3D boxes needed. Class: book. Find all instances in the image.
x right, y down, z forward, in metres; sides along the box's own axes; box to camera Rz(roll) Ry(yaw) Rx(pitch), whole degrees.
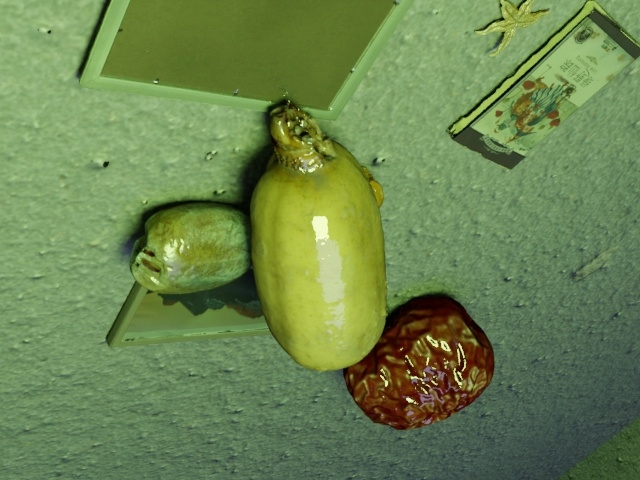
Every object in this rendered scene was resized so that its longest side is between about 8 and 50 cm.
[{"bbox_3d":[0.287,-0.185,1.068,0.231,0.026,0.158,-43,145,25],"label":"book"}]

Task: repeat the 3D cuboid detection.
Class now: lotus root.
[{"bbox_3d":[0.000,0.000,0.963,0.152,0.169,0.342,2,124,11],"label":"lotus root"},{"bbox_3d":[-0.132,0.008,0.999,0.192,0.088,0.113,-5,137,-42],"label":"lotus root"}]

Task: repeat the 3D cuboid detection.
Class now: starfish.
[{"bbox_3d":[0.217,-0.243,0.941,0.086,0.016,0.092,-2,136,-31],"label":"starfish"}]

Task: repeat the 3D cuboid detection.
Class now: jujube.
[{"bbox_3d":[0.166,0.209,1.413,0.232,0.213,0.213,-37,147,16],"label":"jujube"}]

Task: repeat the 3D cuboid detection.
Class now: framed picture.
[{"bbox_3d":[-0.141,0.078,1.164,0.266,0.018,0.192,0,140,-35],"label":"framed picture"},{"bbox_3d":[-0.052,-0.215,0.788,0.296,0.019,0.232,2,139,-37],"label":"framed picture"}]

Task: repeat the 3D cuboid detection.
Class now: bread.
[{"bbox_3d":[0.040,-0.055,1.066,0.083,0.046,0.081,-2,144,-36],"label":"bread"}]
